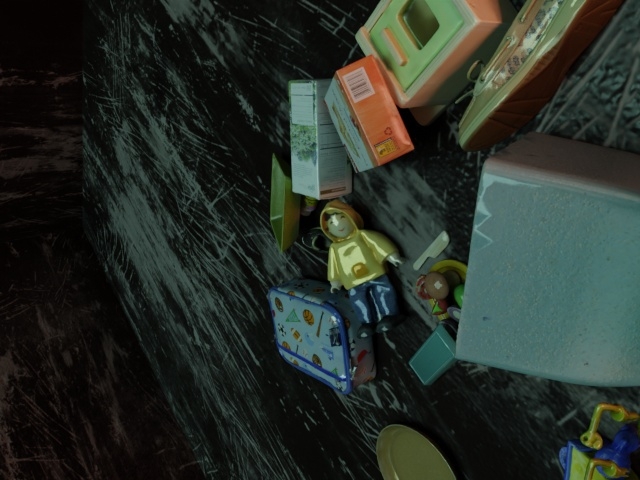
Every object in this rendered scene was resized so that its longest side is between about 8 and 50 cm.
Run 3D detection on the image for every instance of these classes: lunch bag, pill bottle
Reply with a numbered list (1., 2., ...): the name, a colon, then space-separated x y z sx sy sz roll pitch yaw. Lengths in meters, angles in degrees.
1. lunch bag: 0.002 0.226 1.176 0.303 0.115 0.243 15 117 50
2. pill bottle: -0.025 -0.097 1.142 0.043 0.043 0.083 51 138 28

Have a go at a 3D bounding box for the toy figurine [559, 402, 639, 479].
1. toy figurine: 0.376 0.330 0.678 0.217 0.192 0.362 -108 18 -81

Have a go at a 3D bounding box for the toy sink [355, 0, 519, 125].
1. toy sink: 0.157 -0.299 0.759 0.234 0.131 0.152 -44 68 51

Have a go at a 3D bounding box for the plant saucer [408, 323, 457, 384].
1. plant saucer: 0.212 0.223 0.936 0.067 0.018 0.192 55 157 24

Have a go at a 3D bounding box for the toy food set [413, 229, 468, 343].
1. toy food set: 0.224 0.108 0.877 0.217 0.071 0.128 61 141 17

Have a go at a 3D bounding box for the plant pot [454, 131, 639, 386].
1. plant pot: 0.332 0.023 0.581 0.253 0.247 0.247 15 116 29

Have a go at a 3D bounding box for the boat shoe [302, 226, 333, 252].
1. boat shoe: 0.000 0.000 1.141 0.152 0.049 0.056 2 105 52

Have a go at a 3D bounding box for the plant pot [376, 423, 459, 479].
1. plant pot: 0.217 0.507 1.070 0.236 0.032 0.236 24 122 45

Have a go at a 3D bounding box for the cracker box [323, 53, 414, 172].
1. cracker box: 0.073 -0.202 0.842 0.155 0.067 0.232 64 179 -6

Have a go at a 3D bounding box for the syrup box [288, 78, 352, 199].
1. syrup box: 0.001 -0.211 1.021 0.093 0.096 0.236 21 120 49

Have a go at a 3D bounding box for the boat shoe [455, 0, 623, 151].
1. boat shoe: 0.276 -0.245 0.663 0.089 0.105 0.285 57 130 28

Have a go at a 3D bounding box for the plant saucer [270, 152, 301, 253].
1. plant saucer: -0.082 -0.093 1.172 0.188 0.045 0.188 -117 28 -60

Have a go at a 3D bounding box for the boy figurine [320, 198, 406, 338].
1. boy figurine: 0.085 0.046 1.004 0.177 0.092 0.285 -19 89 31
